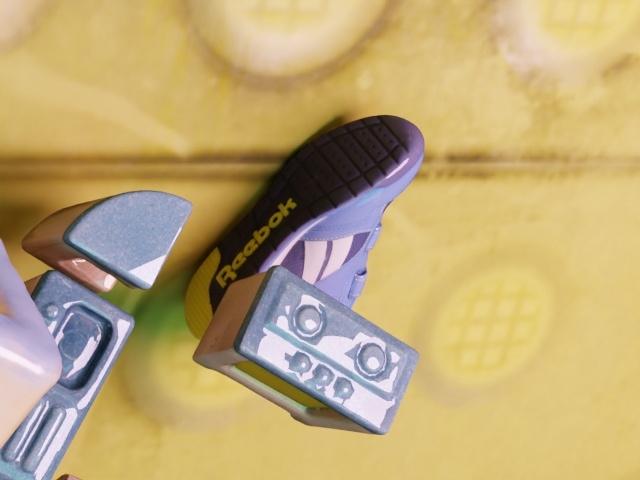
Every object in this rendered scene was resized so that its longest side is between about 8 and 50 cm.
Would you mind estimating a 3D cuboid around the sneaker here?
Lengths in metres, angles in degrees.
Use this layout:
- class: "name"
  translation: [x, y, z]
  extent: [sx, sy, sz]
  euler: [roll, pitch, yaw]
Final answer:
- class: "sneaker"
  translation: [0.000, 0.000, 0.715]
  extent: [0.144, 0.053, 0.059]
  euler: [-44, 128, 13]

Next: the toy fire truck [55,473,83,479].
- class: "toy fire truck"
  translation: [-0.215, 0.186, 0.669]
  extent: [0.217, 0.158, 0.246]
  euler: [34, 82, -41]

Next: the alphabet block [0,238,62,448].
- class: "alphabet block"
  translation: [-0.239, 0.035, 0.520]
  extent: [0.192, 0.193, 0.197]
  euler: [35, 99, -36]

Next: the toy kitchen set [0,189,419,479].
- class: "toy kitchen set"
  translation: [-0.063, 0.096, 0.594]
  extent: [0.166, 0.122, 0.207]
  euler: [33, 72, -22]
